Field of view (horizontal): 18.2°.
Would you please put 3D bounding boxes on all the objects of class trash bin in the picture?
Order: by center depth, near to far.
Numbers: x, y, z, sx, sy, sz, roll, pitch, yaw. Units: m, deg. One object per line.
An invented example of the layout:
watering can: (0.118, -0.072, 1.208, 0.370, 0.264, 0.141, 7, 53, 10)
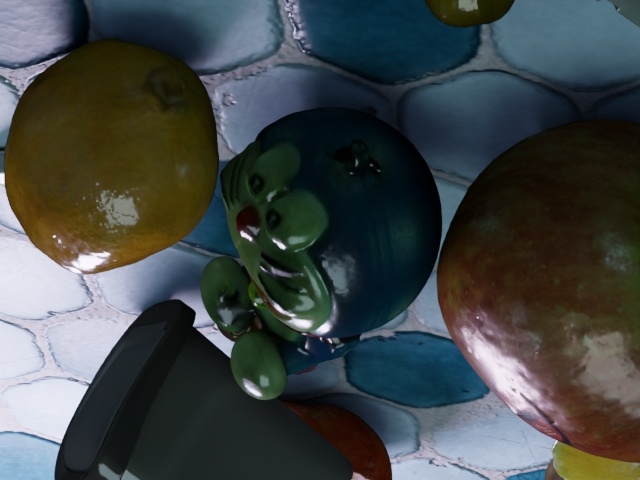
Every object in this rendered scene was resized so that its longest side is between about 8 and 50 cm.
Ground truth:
trash bin: (-0.120, 0.221, 2.044, 0.250, 0.219, 0.220, 38, 167, -13)

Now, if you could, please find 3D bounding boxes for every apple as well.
apple: (0.244, 0.047, 1.718, 0.250, 0.277, 0.309, -15, 108, 43)

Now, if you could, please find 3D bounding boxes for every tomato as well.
tomato: (-0.026, 0.245, 2.271, 0.236, 0.095, 0.237, 7, 152, 4)

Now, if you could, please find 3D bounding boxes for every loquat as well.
loquat: (-0.180, -0.067, 1.694, 0.176, 0.187, 0.234, 21, 147, -23)

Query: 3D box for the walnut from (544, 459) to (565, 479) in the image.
walnut: (0.317, 0.281, 2.219, 0.140, 0.140, 0.162, -3, 133, 17)

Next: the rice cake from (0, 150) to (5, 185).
rice cake: (-0.232, -0.072, 1.855, 0.170, 0.029, 0.033, -2, 154, 18)

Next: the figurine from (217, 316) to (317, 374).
figurine: (-0.040, 0.079, 1.983, 0.157, 0.114, 0.126, -17, -175, 33)

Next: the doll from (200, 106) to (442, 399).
doll: (0.000, 0.001, 1.764, 0.186, 0.198, 0.322, -17, 161, -20)

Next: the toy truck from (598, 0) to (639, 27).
toy truck: (0.250, -0.203, 1.452, 0.227, 0.114, 0.098, 28, 121, -31)

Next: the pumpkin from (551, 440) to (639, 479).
pumpkin: (0.409, 0.159, 1.961, 0.332, 0.199, 0.332, 12, 148, 8)

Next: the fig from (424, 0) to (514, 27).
fig: (0.112, -0.206, 1.519, 0.074, 0.074, 0.088, 0, 129, 12)
